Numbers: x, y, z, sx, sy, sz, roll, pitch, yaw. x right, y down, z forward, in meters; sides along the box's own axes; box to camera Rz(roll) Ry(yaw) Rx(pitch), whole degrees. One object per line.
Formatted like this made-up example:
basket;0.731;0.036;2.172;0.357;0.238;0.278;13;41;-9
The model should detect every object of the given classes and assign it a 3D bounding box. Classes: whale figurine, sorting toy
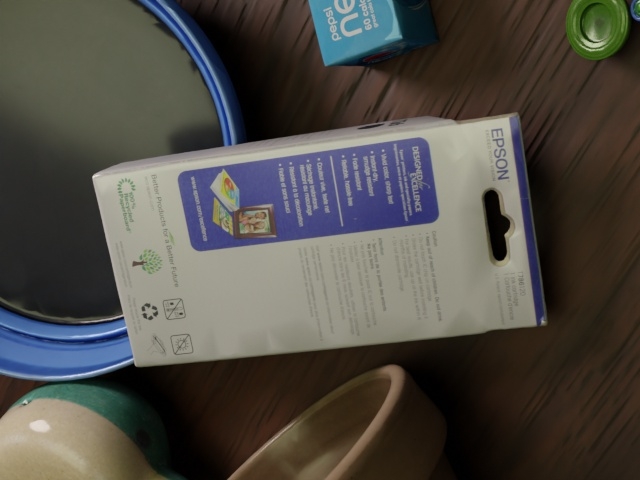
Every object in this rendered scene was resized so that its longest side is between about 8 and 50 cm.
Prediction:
whale figurine;-0.190;0.245;0.969;0.216;0.141;0.272;-21;111;32
sorting toy;0.215;-0.169;0.704;0.061;0.042;0.102;47;131;34

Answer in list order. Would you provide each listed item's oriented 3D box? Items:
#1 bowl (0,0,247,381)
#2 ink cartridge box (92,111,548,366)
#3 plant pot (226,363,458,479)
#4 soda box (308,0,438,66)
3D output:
bowl;-0.246;-0.070;0.903;0.391;0.077;0.391;3;106;11
ink cartridge box;0.000;0.000;0.796;0.332;0.065;0.165;-6;103;15
plant pot;0.033;0.264;0.772;0.263;0.263;0.229;-38;94;29
soda box;0.023;-0.244;0.787;0.071;0.067;0.210;-14;91;32
